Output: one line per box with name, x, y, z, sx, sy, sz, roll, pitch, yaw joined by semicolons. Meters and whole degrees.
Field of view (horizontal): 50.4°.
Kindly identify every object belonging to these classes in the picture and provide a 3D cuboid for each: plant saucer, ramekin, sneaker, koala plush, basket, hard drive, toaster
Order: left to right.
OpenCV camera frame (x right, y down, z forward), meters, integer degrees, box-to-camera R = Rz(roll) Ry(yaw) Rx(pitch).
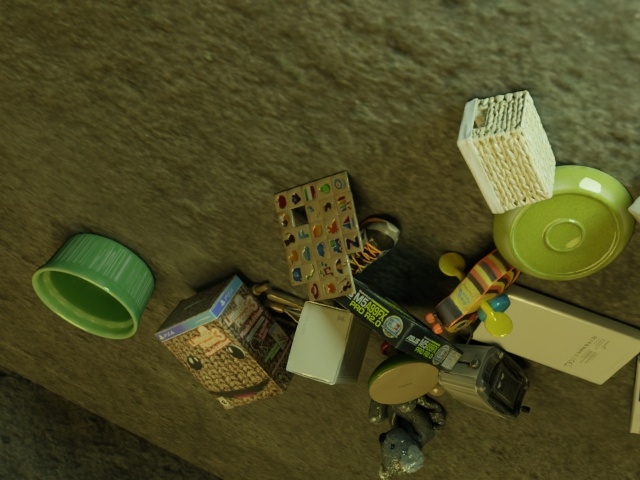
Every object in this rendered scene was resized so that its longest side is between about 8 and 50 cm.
ramekin;-0.603;0.120;1.842;0.304;0.148;0.303;14;142;11
sneaker;0.088;0.026;1.428;0.084;0.083;0.215;36;140;-14
koala plush;0.236;0.550;1.876;0.203;0.221;0.196;33;141;-13
toaster;0.383;0.328;1.593;0.147;0.129;0.227;4;151;50
basket;0.303;-0.142;1.089;0.103;0.113;0.167;-11;132;33
hard drive;0.504;0.205;1.467;0.308;0.040;0.203;20;143;4
plant saucer;0.424;-0.016;1.184;0.241;0.037;0.240;5;125;7

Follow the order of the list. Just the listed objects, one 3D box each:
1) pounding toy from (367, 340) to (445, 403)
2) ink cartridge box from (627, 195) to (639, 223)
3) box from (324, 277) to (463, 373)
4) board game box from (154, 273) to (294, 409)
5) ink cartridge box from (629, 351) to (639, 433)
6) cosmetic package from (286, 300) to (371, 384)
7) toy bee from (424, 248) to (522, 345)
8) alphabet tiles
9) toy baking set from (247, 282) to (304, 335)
pounding toy;0.223;0.318;1.723;0.237;0.110;0.182;0;135;-19
ink cartridge box;0.617;0.016;0.976;0.207;0.283;0.117;40;97;-21
box;0.158;0.172;1.428;0.216;0.060;0.270;37;-178;39
board game box;-0.230;0.268;1.746;0.232;0.141;0.291;-26;111;37
ink cartridge box;0.833;0.340;1.446;0.308;0.072;0.303;2;137;22
cosmetic package;0.029;0.240;1.552;0.113;0.160;0.309;14;170;15
toy bee;0.299;0.134;1.360;0.195;0.162;0.298;39;135;44
alphabet tiles;0.000;0.000;1.372;0.198;0.009;0.237;-14;87;38
toy baking set;-0.117;0.176;1.764;0.197;0.030;0.256;36;141;-22
